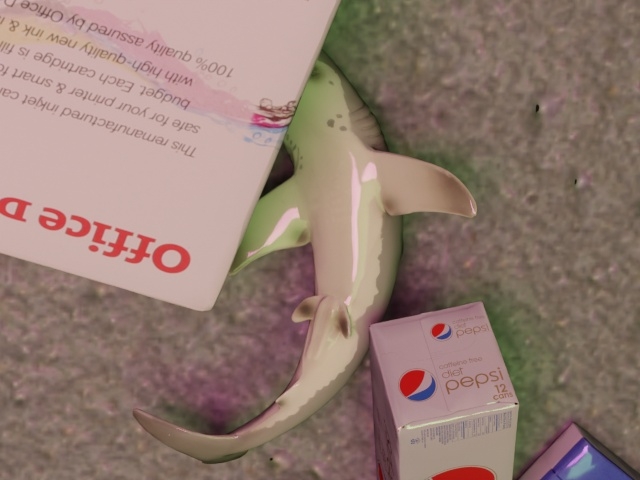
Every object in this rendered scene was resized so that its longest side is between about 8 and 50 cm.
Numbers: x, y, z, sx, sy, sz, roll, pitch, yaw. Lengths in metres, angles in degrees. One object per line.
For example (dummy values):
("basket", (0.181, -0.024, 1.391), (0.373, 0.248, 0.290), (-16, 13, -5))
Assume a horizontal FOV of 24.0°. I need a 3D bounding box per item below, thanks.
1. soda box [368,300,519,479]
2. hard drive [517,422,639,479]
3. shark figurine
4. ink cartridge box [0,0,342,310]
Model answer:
("soda box", (0.072, 0.131, 0.891), (0.069, 0.074, 0.216), (-11, 142, -5))
("hard drive", (0.140, 0.302, 1.032), (0.210, 0.040, 0.319), (38, 99, -19))
("shark figurine", (0.009, 0.028, 0.890), (0.166, 0.116, 0.278), (18, 99, 20))
("ink cartridge box", (-0.101, -0.145, 0.731), (0.198, 0.197, 0.270), (17, 117, -15))
